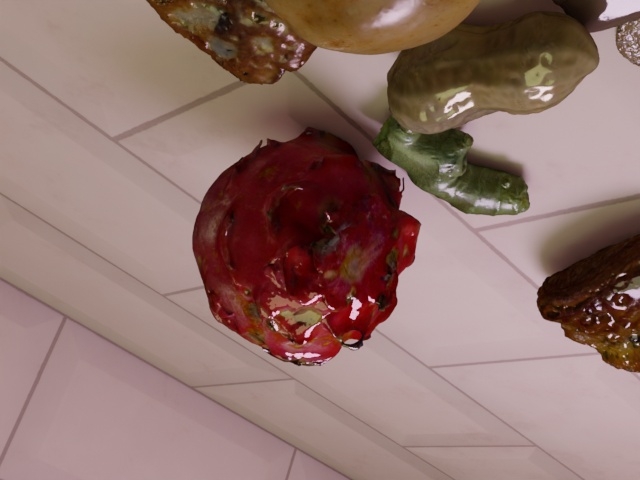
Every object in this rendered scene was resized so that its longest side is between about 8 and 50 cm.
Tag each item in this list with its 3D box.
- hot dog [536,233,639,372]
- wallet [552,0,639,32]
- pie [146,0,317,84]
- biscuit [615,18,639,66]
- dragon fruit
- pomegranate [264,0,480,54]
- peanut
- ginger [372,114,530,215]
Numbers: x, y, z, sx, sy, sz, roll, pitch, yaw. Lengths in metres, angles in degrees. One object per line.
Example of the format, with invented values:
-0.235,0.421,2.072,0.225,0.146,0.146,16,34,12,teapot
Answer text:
0.542,0.106,1.592,0.267,0.174,0.387,28,152,-13,hot dog
0.325,-0.312,1.104,0.118,0.039,0.152,-14,140,43,wallet
-0.112,-0.345,1.250,0.308,0.085,0.308,12,147,8,pie
0.431,-0.253,1.170,0.120,0.015,0.120,14,151,8,biscuit
0.000,0.000,1.498,0.371,0.386,0.249,56,154,-11,dragon fruit
0.064,-0.338,0.973,0.307,0.307,0.307,14,152,8,pomegranate
0.215,-0.222,1.222,0.313,0.149,0.149,0,148,41,peanut
0.210,-0.116,1.483,0.290,0.089,0.137,37,129,-26,ginger
